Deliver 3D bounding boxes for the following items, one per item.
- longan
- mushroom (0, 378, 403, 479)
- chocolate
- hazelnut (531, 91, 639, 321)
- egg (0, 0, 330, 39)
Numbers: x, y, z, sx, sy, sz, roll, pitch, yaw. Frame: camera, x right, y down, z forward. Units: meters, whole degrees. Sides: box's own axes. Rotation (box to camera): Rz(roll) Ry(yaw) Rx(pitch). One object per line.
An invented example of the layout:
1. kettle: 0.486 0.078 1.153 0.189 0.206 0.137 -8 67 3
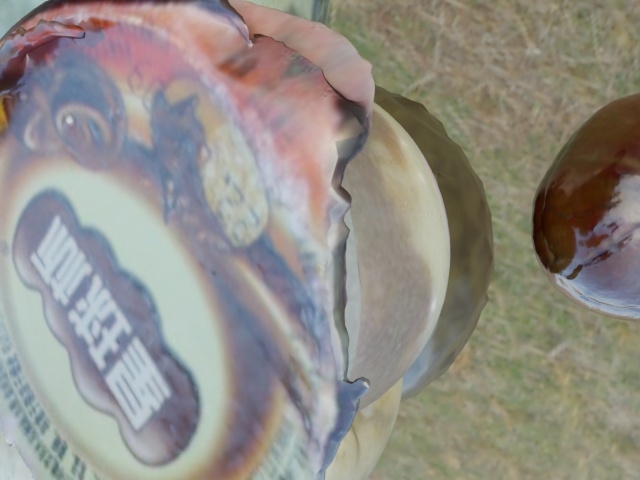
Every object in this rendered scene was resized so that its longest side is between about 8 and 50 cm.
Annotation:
1. longan: 0.000 0.000 1.349 0.391 0.391 0.391 20 152 11
2. mushroom: -0.122 0.100 0.921 0.356 0.315 0.315 28 154 14
3. chocolate: -0.026 -0.002 0.454 0.221 0.147 0.221 17 116 39
4. hazelnut: 0.318 -0.037 1.209 0.229 0.229 0.229 20 152 11
5. egg: -0.159 -0.240 1.095 0.345 0.345 0.428 51 174 -39
